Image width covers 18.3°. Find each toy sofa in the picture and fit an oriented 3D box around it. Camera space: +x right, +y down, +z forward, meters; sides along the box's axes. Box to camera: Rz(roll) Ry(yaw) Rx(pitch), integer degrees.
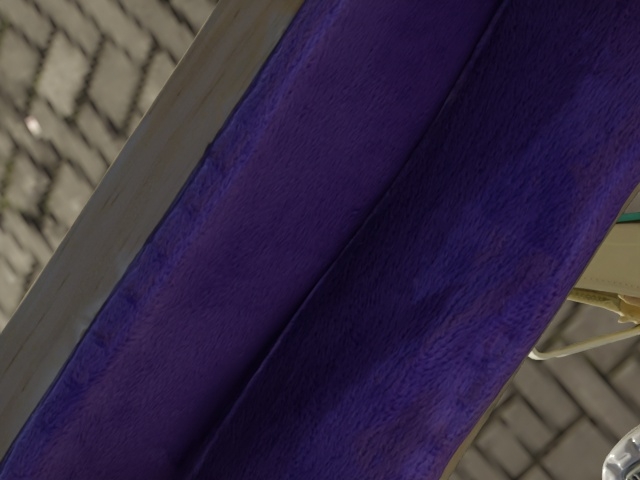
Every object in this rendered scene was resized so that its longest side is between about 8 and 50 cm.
[{"bbox_3d":[0.000,0.000,0.789,0.177,0.362,0.150,37,-173,25],"label":"toy sofa"}]

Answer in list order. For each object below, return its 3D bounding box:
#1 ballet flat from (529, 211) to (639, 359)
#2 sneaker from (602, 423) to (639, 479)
[{"bbox_3d":[0.091,0.021,1.023,0.086,0.248,0.086,-179,90,-76],"label":"ballet flat"},{"bbox_3d":[0.249,0.069,1.021,0.232,0.115,0.090,-30,102,38],"label":"sneaker"}]
